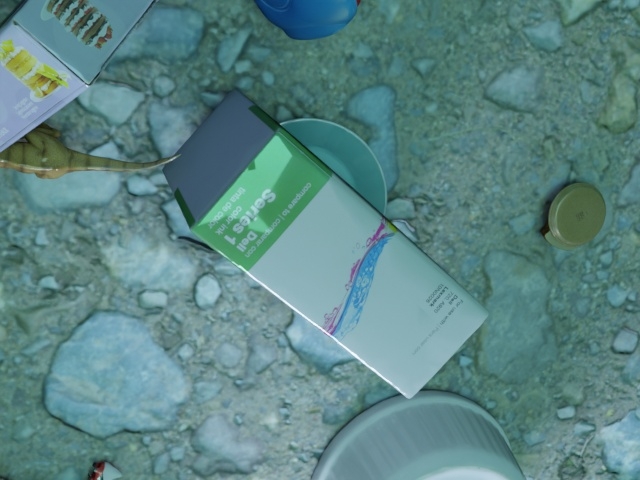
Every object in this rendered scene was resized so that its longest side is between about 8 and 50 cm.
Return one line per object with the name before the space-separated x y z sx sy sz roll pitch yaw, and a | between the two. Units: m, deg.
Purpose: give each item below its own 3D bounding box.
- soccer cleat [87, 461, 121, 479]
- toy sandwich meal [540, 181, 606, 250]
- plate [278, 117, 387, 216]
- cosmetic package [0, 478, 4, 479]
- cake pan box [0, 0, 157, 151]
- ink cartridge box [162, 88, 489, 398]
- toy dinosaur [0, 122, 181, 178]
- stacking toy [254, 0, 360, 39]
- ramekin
soccer cleat | -0.252 0.285 1.004 0.035 0.029 0.083 28 93 -19
toy sandwich meal | 0.300 -0.029 1.072 0.085 0.029 0.086 -4 104 -17
plate | -0.020 -0.040 0.971 0.188 0.024 0.188 -5 108 -15
cosmetic package | -0.471 0.301 0.872 0.365 0.155 0.197 30 97 -24
cake pan box | -0.183 -0.188 0.701 0.070 0.245 0.267 44 57 -25
ink cartridge box | 0.000 0.000 0.865 0.278 0.201 0.117 40 94 -25
toy dinosaur | -0.246 -0.076 0.840 0.211 0.112 0.064 5 105 -19
stacking toy | 0.054 -0.336 0.845 0.302 0.175 0.166 -40 115 -16
ramekin | 0.130 0.327 1.082 0.272 0.127 0.273 -5 109 -16
